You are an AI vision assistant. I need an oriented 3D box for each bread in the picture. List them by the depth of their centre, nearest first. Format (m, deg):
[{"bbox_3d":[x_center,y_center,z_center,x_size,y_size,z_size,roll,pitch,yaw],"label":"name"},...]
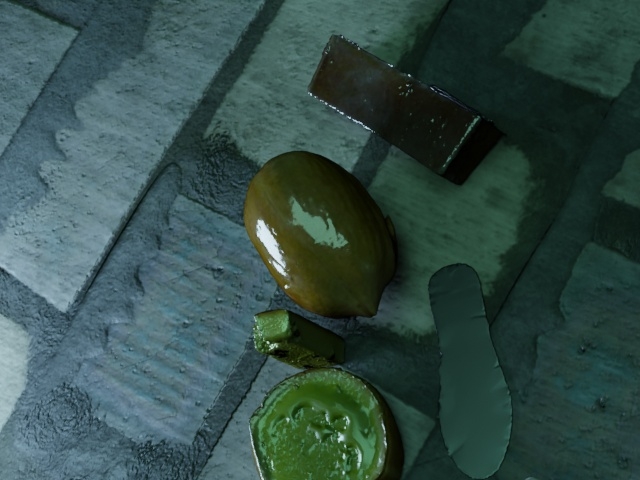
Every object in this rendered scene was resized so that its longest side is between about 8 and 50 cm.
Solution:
[{"bbox_3d":[-0.040,0.143,1.757,0.088,0.226,0.049,-8,72,21],"label":"bread"},{"bbox_3d":[0.005,0.294,1.765,0.236,0.070,0.236,-9,68,22],"label":"bread"}]

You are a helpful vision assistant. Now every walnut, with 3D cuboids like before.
[{"bbox_3d":[0.000,0.000,1.815,0.203,0.203,0.298,-34,63,10],"label":"walnut"}]

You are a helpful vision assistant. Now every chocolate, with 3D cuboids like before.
[{"bbox_3d":[0.125,-0.198,1.890,0.321,0.112,0.112,34,94,31],"label":"chocolate"}]

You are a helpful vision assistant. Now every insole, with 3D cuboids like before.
[{"bbox_3d":[0.209,0.182,1.751,0.109,0.007,0.322,-16,64,17],"label":"insole"}]

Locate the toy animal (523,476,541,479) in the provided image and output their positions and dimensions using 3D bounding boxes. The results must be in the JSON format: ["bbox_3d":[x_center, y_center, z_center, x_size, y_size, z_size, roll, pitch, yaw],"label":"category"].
[{"bbox_3d":[0.253,0.408,1.555,0.204,0.156,0.208,-18,80,14],"label":"toy animal"}]
